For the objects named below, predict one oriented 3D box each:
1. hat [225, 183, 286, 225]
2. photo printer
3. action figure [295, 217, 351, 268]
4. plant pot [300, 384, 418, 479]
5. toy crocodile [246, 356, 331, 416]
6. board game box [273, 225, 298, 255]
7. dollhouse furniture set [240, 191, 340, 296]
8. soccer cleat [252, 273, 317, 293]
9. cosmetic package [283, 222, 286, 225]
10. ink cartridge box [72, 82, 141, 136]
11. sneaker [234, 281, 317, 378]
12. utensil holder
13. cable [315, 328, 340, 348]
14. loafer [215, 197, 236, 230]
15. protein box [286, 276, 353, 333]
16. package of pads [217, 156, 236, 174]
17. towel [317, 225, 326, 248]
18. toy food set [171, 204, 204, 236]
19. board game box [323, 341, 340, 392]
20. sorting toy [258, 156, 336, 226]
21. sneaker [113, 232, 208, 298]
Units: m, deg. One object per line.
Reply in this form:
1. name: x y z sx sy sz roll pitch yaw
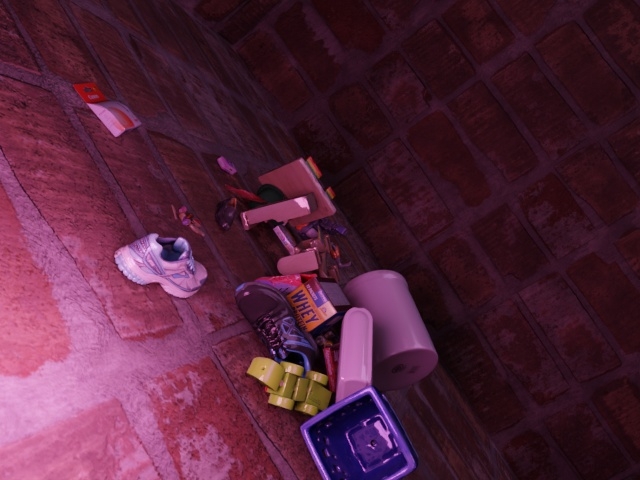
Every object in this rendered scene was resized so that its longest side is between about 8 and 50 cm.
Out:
1. hat: -0.258 -0.124 2.163 0.208 0.173 0.183 38 41 21
2. photo printer: 0.108 0.384 1.708 0.307 0.107 0.256 -82 176 -49
3. action figure: 0.000 0.000 2.386 0.330 0.178 0.341 57 -15 -24
4. plant pot: 0.121 0.548 1.462 0.236 0.236 0.212 61 8 25
5. toy crocodile: -0.070 0.394 1.451 0.340 0.105 0.115 40 61 -52
6. board game box: -0.137 0.001 2.339 0.154 0.026 0.103 55 13 -1
7. dollhouse furniture set: -0.111 0.044 2.063 0.362 0.256 0.394 -47 123 -76
8. soccer cleat: -0.118 0.141 1.782 0.248 0.095 0.083 5 48 -44
9. cosmetic package: -0.150 -0.178 2.411 0.151 0.151 0.184 42 13 -1
10. ink cartridge box: -0.613 -0.391 1.577 0.179 0.045 0.145 54 12 -14
11. sneaker: -0.118 0.257 1.552 0.341 0.125 0.140 49 16 -20
12. utensil holder: 0.264 0.369 2.220 0.327 0.327 0.385 42 21 -44
13. cable: 0.024 0.359 2.017 0.139 0.072 0.287 52 -1 21
14. loafer: -0.317 -0.096 1.857 0.062 0.061 0.170 48 16 -34
15. protein box: -0.028 0.230 1.767 0.136 0.200 0.201 57 13 16
16. package of pads: -0.382 -0.306 2.217 0.050 0.032 0.083 62 15 23
17. towel: 0.004 -0.011 2.009 0.083 0.009 0.060 60 21 -54
18. toy food set: -0.389 -0.066 1.616 0.122 0.019 0.078 38 22 -53
19. board game box: 0.075 0.433 1.907 0.281 0.027 0.145 12 65 -72
20. sorting toy: -0.080 -0.205 2.192 0.257 0.255 0.089 56 47 -19
21. sneaker: -0.337 0.055 1.272 0.110 0.122 0.283 61 14 22
